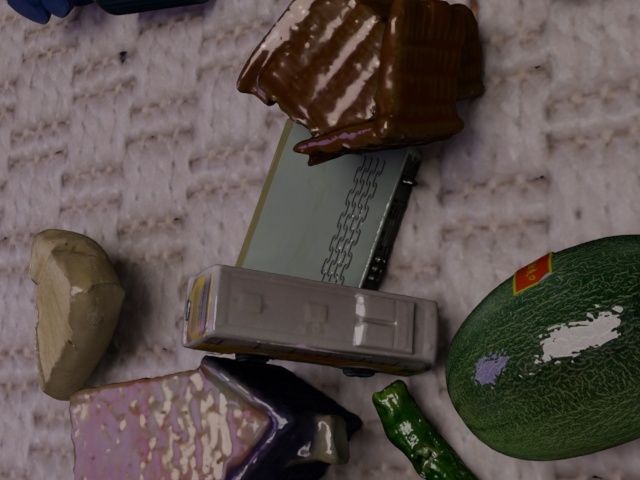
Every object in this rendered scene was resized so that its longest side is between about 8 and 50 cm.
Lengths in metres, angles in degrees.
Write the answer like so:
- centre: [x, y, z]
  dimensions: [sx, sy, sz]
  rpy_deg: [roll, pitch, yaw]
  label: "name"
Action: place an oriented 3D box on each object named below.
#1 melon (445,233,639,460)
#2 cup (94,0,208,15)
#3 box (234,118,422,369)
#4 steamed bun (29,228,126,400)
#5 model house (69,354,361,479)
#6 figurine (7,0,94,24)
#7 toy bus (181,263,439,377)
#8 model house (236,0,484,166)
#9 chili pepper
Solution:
- centre: [0.250, 0.094, 0.848]
  dimensions: [0.287, 0.182, 0.182]
  rpy_deg: [-26, 65, 21]
  label: "melon"
- centre: [-0.224, -0.401, 1.323]
  dimensions: [0.155, 0.131, 0.176]
  rpy_deg: [7, 56, 29]
  label: "cup"
- centre: [0.000, 0.000, 1.110]
  dimensions: [0.210, 0.045, 0.270]
  rpy_deg: [15, 85, 34]
  label: "box"
- centre: [-0.320, 0.070, 1.249]
  dimensions: [0.231, 0.110, 0.212]
  rpy_deg: [-58, 43, 42]
  label: "steamed bun"
- centre: [-0.089, 0.282, 0.987]
  dimensions: [0.280, 0.245, 0.312]
  rpy_deg: [-15, 71, 20]
  label: "model house"
- centre: [-0.365, -0.441, 1.425]
  dimensions: [0.164, 0.121, 0.262]
  rpy_deg: [22, 74, 35]
  label: "figurine"
- centre: [-0.002, 0.084, 0.957]
  dimensions: [0.106, 0.268, 0.092]
  rpy_deg: [151, 127, -62]
  label: "toy bus"
- centre: [0.068, -0.178, 1.029]
  dimensions: [0.229, 0.199, 0.220]
  rpy_deg: [50, 116, 29]
  label: "model house"
- centre: [0.116, 0.223, 0.962]
  dimensions: [0.050, 0.073, 0.182]
  rpy_deg: [-35, 53, -7]
  label: "chili pepper"
